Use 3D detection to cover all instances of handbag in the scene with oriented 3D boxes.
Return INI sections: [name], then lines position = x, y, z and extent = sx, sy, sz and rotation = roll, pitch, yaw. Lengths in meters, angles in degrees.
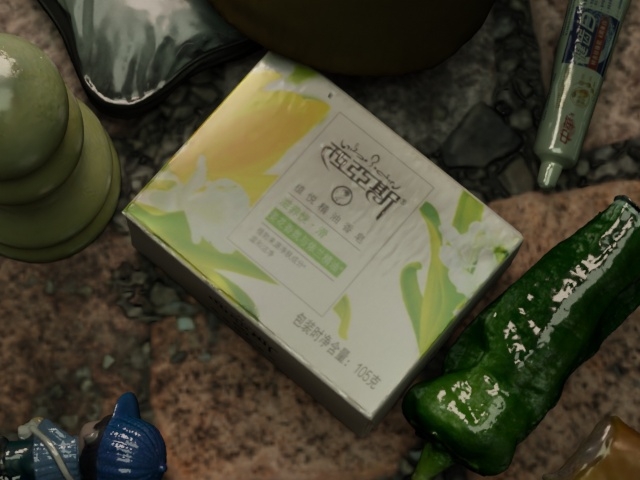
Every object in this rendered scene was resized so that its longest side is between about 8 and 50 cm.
[handbag]
position = -0.173, -0.260, 1.409
extent = 0.192, 0.075, 0.332
rotation = -31, 75, -11

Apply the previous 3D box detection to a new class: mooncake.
[mooncake]
position = 0.026, -0.282, 1.328
extent = 0.284, 0.155, 0.284
rotation = 8, 54, -10

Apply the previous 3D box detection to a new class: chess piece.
[chess piece]
position = -0.236, -0.080, 1.266
extent = 0.144, 0.251, 0.144
rotation = 0, 76, 0

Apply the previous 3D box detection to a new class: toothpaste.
[toothpaste]
position = 0.221, -0.148, 1.403
extent = 0.060, 0.038, 0.233
rotation = 18, 74, 0

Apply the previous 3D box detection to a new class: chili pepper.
[chili pepper]
position = 0.162, 0.089, 1.298
extent = 0.099, 0.136, 0.270
rotation = 45, 84, -4

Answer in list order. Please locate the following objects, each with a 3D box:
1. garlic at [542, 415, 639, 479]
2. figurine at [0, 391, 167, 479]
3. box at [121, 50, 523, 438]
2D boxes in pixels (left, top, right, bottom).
[garlic]
position = 0.310, 0.260, 1.263
extent = 0.318, 0.112, 0.143
rotation = 34, 100, 6
[figurine]
position = -0.189, 0.172, 1.296
extent = 0.136, 0.079, 0.077
rotation = -13, 118, -8
[box]
position = 0.000, 0.000, 1.324
extent = 0.260, 0.111, 0.194
rotation = 38, 77, 10
